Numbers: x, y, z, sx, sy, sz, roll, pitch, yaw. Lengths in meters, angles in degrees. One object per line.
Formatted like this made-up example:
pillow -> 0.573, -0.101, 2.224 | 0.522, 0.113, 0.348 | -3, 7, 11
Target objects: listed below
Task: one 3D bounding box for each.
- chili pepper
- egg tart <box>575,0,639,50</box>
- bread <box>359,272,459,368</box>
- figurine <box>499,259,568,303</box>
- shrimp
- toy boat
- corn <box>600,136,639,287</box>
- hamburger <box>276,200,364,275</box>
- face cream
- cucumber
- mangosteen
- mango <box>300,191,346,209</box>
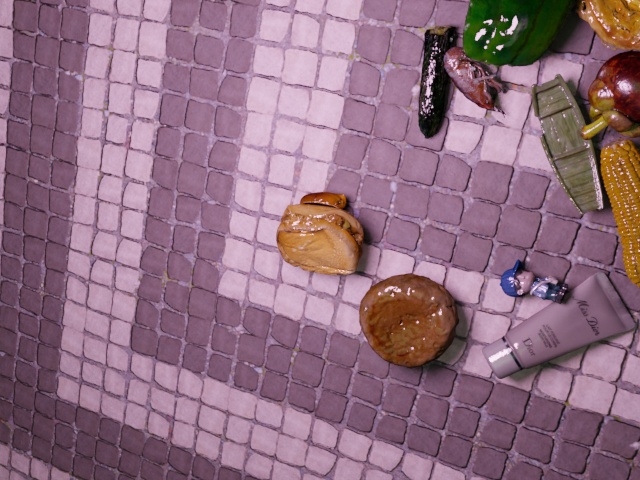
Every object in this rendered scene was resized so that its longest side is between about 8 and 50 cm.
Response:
chili pepper -> 0.391, -0.511, 1.149 | 0.213, 0.167, 0.384 | 18, 119, 9
egg tart -> 0.633, -0.487, 1.137 | 0.291, 0.107, 0.290 | 12, 112, 31
bread -> 0.207, 0.182, 1.421 | 0.230, 0.123, 0.230 | 3, 102, 14
figurine -> 0.466, 0.102, 1.337 | 0.136, 0.077, 0.079 | 28, 130, 20
shrimp -> 0.335, -0.334, 1.296 | 0.073, 0.075, 0.190 | -43, 96, 14
toy boat -> 0.517, -0.197, 1.270 | 0.093, 0.055, 0.293 | -20, 93, 21
corn -> 0.643, -0.058, 1.229 | 0.102, 0.102, 0.312 | -15, 96, 22
hamburger -> 0.001, 0.001, 1.428 | 0.214, 0.108, 0.213 | 9, 144, 7
face cream -> 0.514, 0.203, 1.345 | 0.314, 0.089, 0.143 | -31, 86, 11
cucumber -> 0.248, -0.345, 1.330 | 0.067, 0.067, 0.245 | 9, 102, 18
mangosteen -> 0.589, -0.272, 1.170 | 0.156, 0.146, 0.181 | 41, 92, 3
mango -> 0.003, -0.086, 1.466 | 0.127, 0.077, 0.063 | 2, 96, 31
